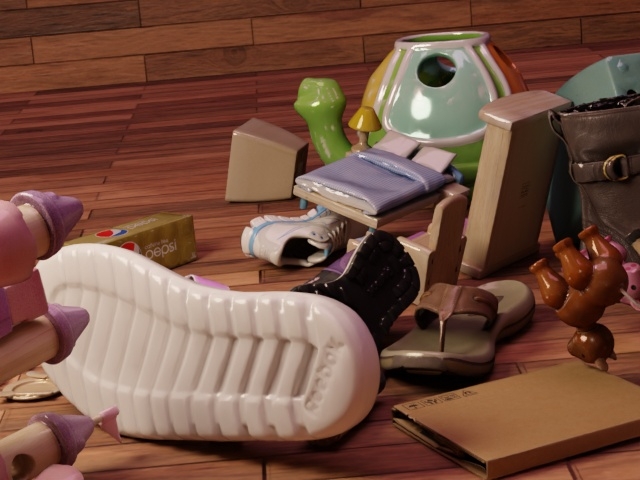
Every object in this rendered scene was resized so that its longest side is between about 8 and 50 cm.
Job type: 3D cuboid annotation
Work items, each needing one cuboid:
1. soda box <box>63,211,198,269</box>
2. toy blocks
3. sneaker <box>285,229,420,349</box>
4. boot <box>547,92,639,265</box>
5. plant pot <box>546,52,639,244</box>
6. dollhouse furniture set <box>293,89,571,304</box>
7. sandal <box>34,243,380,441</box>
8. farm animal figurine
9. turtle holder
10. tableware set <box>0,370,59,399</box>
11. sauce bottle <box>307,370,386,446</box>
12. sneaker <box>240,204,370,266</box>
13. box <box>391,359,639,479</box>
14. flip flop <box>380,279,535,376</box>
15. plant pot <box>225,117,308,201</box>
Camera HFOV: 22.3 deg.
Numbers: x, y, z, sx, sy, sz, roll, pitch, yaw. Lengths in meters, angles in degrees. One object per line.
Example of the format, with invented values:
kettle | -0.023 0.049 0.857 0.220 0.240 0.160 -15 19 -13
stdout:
soda box | -0.237 0.013 2.028 0.058 0.061 0.181 6 17 38
toy blocks | -0.295 0.086 1.310 0.309 0.289 0.260 4 23 40
sneaker | -0.007 0.094 1.615 0.124 0.107 0.283 -32 1 34
boot | 0.382 -0.055 1.749 0.263 0.229 0.091 -5 14 0
plant pot | 0.367 -0.123 1.936 0.165 0.165 0.234 -8 -23 -10
dollhouse furniture set | 0.095 -0.100 1.938 0.303 0.198 0.286 24 28 32
sandal | -0.106 0.102 1.462 0.416 0.169 0.102 12 9 39
farm animal figurine | 0.372 0.023 1.517 0.327 0.172 0.330 -39 -13 32
turtle holder | 0.153 -0.180 2.329 0.320 0.227 0.243 6 19 37
tableware set | -0.302 0.130 1.674 0.141 0.020 0.168 1 15 23
sauce bottle | 0.023 0.145 1.458 0.042 0.042 0.128 2 17 24
sneaker | 0.000 0.000 2.026 0.190 0.071 0.083 -17 32 -31
box | 0.188 0.153 1.415 0.201 0.021 0.164 -11 15 -24
flip flop | 0.140 0.074 1.621 0.112 0.080 0.277 3 17 28
plant pot | -0.075 -0.113 2.409 0.096 0.109 0.109 11 17 11
